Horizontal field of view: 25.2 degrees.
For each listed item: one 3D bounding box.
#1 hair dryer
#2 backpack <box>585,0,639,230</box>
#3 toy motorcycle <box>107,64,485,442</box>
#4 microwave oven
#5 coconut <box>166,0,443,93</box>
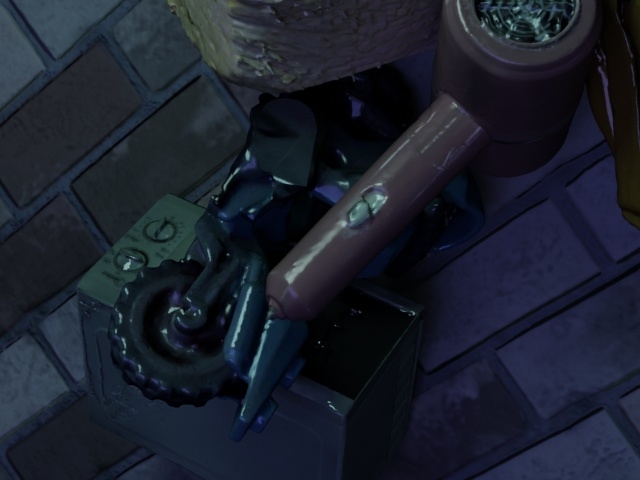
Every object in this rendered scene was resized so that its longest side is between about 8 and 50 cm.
[{"bbox_3d":[0.080,-0.065,1.138,0.125,0.210,0.352,40,76,14],"label":"hair dryer"},{"bbox_3d":[0.370,-0.170,1.118,0.354,0.201,0.378,-8,99,38],"label":"backpack"},{"bbox_3d":[0.000,0.000,1.268,0.232,0.416,0.172,33,147,3],"label":"toy motorcycle"},{"bbox_3d":[-0.066,0.117,1.416,0.295,0.181,0.237,23,139,19],"label":"microwave oven"},{"bbox_3d":[0.023,-0.290,1.203,0.297,0.310,0.297,53,156,35],"label":"coconut"}]
